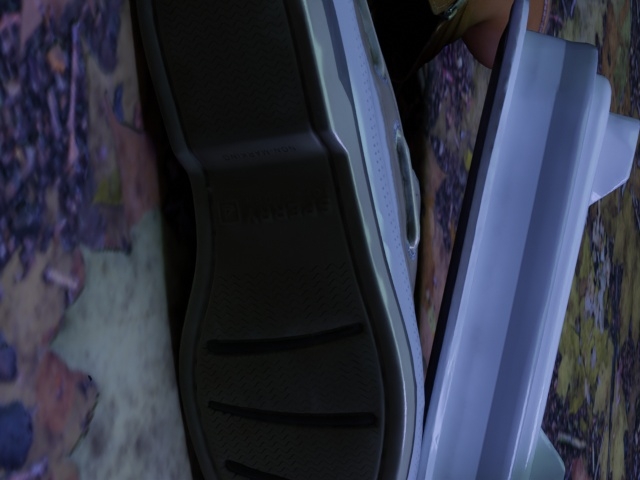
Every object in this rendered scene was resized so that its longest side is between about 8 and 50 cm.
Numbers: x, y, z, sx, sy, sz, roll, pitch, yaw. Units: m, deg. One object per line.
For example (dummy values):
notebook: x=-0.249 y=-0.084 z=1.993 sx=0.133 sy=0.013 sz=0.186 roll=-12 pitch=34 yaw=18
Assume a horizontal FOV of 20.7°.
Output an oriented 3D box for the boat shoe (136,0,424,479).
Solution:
boat shoe: x=0.000 y=0.000 z=0.764 sx=0.103 sy=0.113 sz=0.302 roll=-37 pitch=126 yaw=-59

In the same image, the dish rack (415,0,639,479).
dish rack: x=0.101 y=0.026 z=0.929 sx=0.333 sy=0.072 sz=0.286 roll=-37 pitch=138 yaw=-86

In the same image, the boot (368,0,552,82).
boot: x=0.078 y=-0.142 z=1.045 sx=0.152 sy=0.073 sz=0.197 roll=-62 pitch=149 yaw=-36
